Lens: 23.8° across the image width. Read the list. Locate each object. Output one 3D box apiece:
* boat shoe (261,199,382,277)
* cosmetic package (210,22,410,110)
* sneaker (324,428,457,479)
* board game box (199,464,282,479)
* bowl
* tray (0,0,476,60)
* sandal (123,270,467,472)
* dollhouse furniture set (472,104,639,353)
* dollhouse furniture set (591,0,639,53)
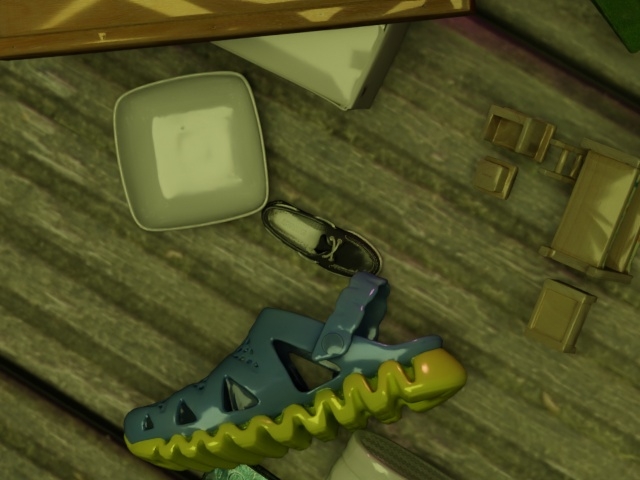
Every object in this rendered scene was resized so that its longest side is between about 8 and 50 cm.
[{"bbox_3d":[0.000,0.000,1.431,0.125,0.038,0.046,32,98,6],"label":"boat shoe"},{"bbox_3d":[-0.085,-0.278,1.368,0.365,0.155,0.197,28,98,5],"label":"cosmetic package"},{"bbox_3d":[0.109,0.317,1.397,0.292,0.108,0.169,33,102,-3],"label":"sneaker"},{"bbox_3d":[-0.050,0.298,1.464,0.186,0.026,0.126,35,97,5],"label":"board game box"},{"bbox_3d":[-0.118,-0.085,1.437,0.142,0.053,0.142,-10,93,9],"label":"bowl"},{"bbox_3d":[-0.086,-0.269,1.255,0.411,0.076,0.203,-4,94,9],"label":"tray"},{"bbox_3d":[-0.032,0.124,1.404,0.317,0.126,0.138,-17,74,0],"label":"sandal"},{"bbox_3d":[0.207,-0.010,1.391,0.161,0.101,0.182,25,98,31],"label":"dollhouse furniture set"},{"bbox_3d":[0.339,-0.206,1.237,0.197,0.151,0.301,-35,52,11],"label":"dollhouse furniture set"}]
